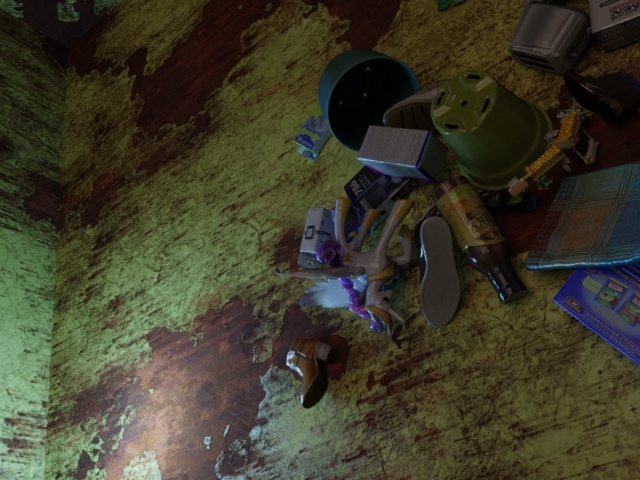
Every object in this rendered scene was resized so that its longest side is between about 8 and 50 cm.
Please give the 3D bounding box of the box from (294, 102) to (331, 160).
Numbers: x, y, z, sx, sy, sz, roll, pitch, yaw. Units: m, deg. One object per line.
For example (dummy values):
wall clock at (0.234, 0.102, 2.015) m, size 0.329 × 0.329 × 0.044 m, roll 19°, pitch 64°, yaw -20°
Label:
box at (-0.014, -0.370, 2.325) m, size 0.109 × 0.042 × 0.178 m, roll 35°, pitch 93°, yaw 44°

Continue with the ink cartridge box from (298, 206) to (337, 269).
ink cartridge box at (0.000, 0.000, 2.098) m, size 0.060 × 0.104 × 0.180 m, roll -1°, pitch 70°, yaw 39°

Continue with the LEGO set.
LEGO set at (0.589, -0.199, 1.684) m, size 0.287 × 0.107 × 0.132 m, roll -54°, pitch 18°, yaw -12°

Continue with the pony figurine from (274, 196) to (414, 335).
pony figurine at (0.089, 0.068, 1.891) m, size 0.351 × 0.303 × 0.363 m, roll 4°, pitch 72°, yaw 23°

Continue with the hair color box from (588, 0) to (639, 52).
hair color box at (0.780, -0.674, 1.753) m, size 0.174 × 0.105 × 0.347 m, roll -14°, pitch 62°, yaw 38°

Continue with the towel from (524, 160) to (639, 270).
towel at (0.622, -0.057, 1.511) m, size 0.271 × 0.040 × 0.370 m, roll -61°, pitch 19°, yaw -17°

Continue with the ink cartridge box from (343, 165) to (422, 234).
ink cartridge box at (0.187, -0.170, 2.049) m, size 0.332 × 0.065 × 0.165 m, roll -46°, pitch 49°, yaw 15°

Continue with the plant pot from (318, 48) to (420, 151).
plant pot at (0.123, -0.448, 2.090) m, size 0.293 × 0.293 × 0.235 m, roll -48°, pitch 34°, yaw 12°

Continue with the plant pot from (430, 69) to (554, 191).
plant pot at (0.424, -0.303, 1.779) m, size 0.276 × 0.254 × 0.276 m, roll -18°, pitch 59°, yaw 33°

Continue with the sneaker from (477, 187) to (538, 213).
sneaker at (0.465, -0.110, 1.776) m, size 0.188 × 0.078 × 0.067 m, roll -1°, pitch 71°, yaw 42°

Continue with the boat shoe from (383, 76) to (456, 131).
boat shoe at (0.330, -0.394, 1.989) m, size 0.302 × 0.113 × 0.103 m, roll -13°, pitch 39°, yaw 13°

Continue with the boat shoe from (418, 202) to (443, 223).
boat shoe at (0.339, -0.070, 1.867) m, size 0.206 × 0.075 × 0.065 m, roll -52°, pitch 44°, yaw 2°

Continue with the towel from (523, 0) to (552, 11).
towel at (0.640, -0.752, 1.866) m, size 0.282 × 0.049 × 0.187 m, roll 137°, pitch 141°, yaw -59°

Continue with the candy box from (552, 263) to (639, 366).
candy box at (0.707, 0.091, 1.450) m, size 0.317 × 0.122 × 0.268 m, roll -53°, pitch 45°, yaw 9°

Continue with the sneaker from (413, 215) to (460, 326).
sneaker at (0.305, 0.072, 1.810) m, size 0.105 × 0.147 × 0.295 m, roll -5°, pitch 101°, yaw 5°

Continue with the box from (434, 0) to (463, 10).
box at (0.412, -0.821, 2.177) m, size 0.105 × 0.043 × 0.179 m, roll -10°, pitch 66°, yaw 37°

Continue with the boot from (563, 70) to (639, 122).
boot at (0.710, -0.378, 1.716) m, size 0.106 × 0.082 × 0.219 m, roll -30°, pitch 46°, yaw -1°

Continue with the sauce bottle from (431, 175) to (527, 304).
sauce bottle at (0.404, -0.003, 1.732) m, size 0.111 × 0.111 × 0.344 m, roll -37°, pitch 66°, yaw 22°

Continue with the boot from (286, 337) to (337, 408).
boot at (-0.046, 0.379, 1.986) m, size 0.152 × 0.073 × 0.197 m, roll 8°, pitch 63°, yaw 41°

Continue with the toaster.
toaster at (0.603, -0.542, 1.828) m, size 0.227 × 0.129 × 0.146 m, roll 33°, pitch 95°, yaw 44°

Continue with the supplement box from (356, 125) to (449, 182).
supplement box at (0.230, -0.244, 1.929) m, size 0.220 × 0.111 × 0.114 m, roll 13°, pitch 79°, yaw 41°
